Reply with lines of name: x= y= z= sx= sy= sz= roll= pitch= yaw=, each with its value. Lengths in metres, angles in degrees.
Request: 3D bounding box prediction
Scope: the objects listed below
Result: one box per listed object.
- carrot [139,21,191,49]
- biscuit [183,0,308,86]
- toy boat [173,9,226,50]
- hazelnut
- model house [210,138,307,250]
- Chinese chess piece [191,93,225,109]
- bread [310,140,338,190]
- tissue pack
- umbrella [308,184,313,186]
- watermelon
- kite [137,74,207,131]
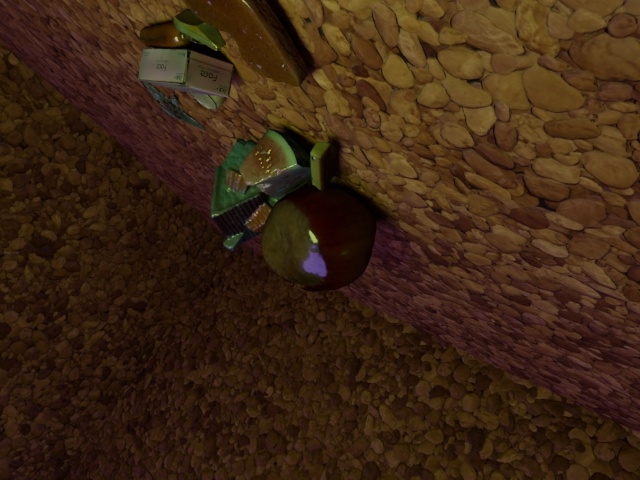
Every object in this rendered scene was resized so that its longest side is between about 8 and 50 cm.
carrot: x=-0.409 y=-0.541 z=1.290 sx=0.225 sy=0.067 sz=0.067 roll=23 pitch=163 yaw=45
biscuit: x=-0.163 y=-0.458 z=1.051 sx=0.262 sy=0.052 sz=0.277 roll=27 pitch=166 yaw=44
toy boat: x=-0.292 y=-0.500 z=1.159 sx=0.172 sy=0.065 sz=0.066 roll=35 pitch=155 yaw=29
hazelnut: x=0.000 y=0.000 z=1.613 sx=0.359 sy=0.359 sz=0.409 roll=38 pitch=158 yaw=-19
model house: x=-0.259 y=-0.130 z=1.792 sx=0.297 sy=0.339 sz=0.360 roll=32 pitch=166 yaw=13
Chinese chess piece: x=-0.349 y=-0.455 z=1.480 sx=0.122 sy=0.051 sz=0.122 roll=33 pitch=168 yaw=8
bread: x=0.011 y=-0.222 z=1.384 sx=0.049 sy=0.088 sz=0.226 roll=34 pitch=166 yaw=10
tissue pack: x=-0.364 y=-0.453 z=1.317 sx=0.246 sy=0.092 sz=0.148 roll=21 pitch=-166 yaw=42
umbrella: x=0.009 y=-0.140 z=1.766 sx=0.050 sy=0.046 sz=0.188 roll=30 pitch=172 yaw=41
watermelon: x=-0.146 y=-0.228 z=1.498 sx=0.148 sy=0.226 sz=0.318 roll=66 pitch=160 yaw=6
kite: x=-0.574 y=-0.515 z=1.864 sx=0.323 sy=0.013 sz=0.267 roll=39 pitch=166 yaw=-22
